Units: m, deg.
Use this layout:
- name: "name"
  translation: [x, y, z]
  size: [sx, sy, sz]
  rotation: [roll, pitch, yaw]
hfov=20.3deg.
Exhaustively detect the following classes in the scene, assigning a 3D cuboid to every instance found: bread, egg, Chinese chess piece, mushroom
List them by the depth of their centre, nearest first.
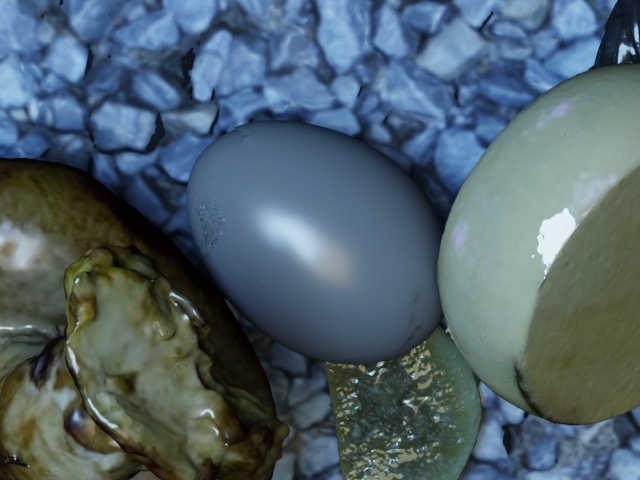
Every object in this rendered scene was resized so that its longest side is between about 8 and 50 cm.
- name: "mushroom"
  translation: [-0.177, 0.127, 1.138]
  size: [0.334, 0.356, 0.331]
  rotation: [-37, 126, 8]
- name: "Chinese chess piece"
  translation: [0.192, 0.002, 1.171]
  size: [0.250, 0.097, 0.251]
  rotation: [-23, 134, -26]
- name: "egg"
  translation: [0.000, 0.000, 1.202]
  size: [0.198, 0.146, 0.146]
  rotation: [41, 103, -8]
- name: "bread"
  translation: [0.063, 0.127, 1.303]
  size: [0.112, 0.036, 0.193]
  rotation: [-9, 108, 1]

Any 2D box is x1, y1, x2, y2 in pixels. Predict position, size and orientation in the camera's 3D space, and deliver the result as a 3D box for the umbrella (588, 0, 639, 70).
- name: "umbrella"
  translation: [0.223, -0.151, 1.204]
  size: [0.066, 0.059, 0.236]
  rotation: [24, 110, 15]
